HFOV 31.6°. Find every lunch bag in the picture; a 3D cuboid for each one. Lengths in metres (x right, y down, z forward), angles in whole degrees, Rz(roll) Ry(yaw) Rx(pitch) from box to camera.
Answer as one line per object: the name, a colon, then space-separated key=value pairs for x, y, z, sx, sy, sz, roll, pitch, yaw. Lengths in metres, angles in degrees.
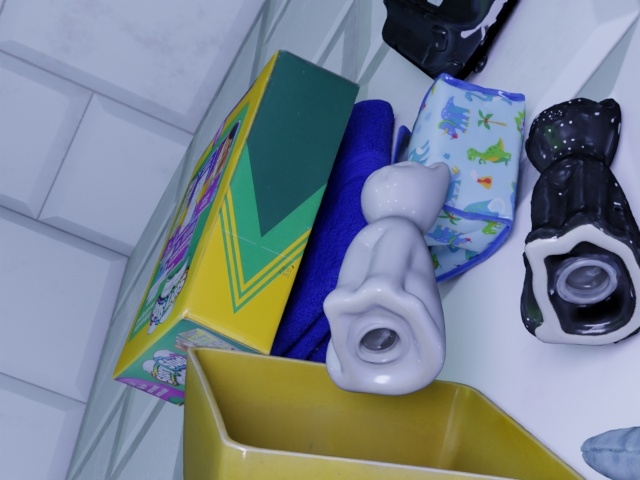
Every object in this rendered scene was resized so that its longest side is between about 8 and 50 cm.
lunch bag: x=0.104 y=-0.043 z=0.942 sx=0.151 sy=0.096 sz=0.129 roll=111 pitch=172 yaw=-64

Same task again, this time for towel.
towel: x=0.000 y=0.000 z=1.261 sx=0.228 sy=0.076 sz=0.308 roll=-56 pitch=18 yaw=38

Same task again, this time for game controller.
game controller: x=0.143 y=-0.260 z=1.208 sx=0.166 sy=0.067 sz=0.319 roll=-50 pitch=18 yaw=9

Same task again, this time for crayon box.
crayon box: x=-0.105 y=0.004 z=1.281 sx=0.363 sy=0.106 sz=0.313 roll=-39 pitch=31 yaw=64

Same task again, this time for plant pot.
plant pot: x=0.014 y=0.194 z=0.709 sx=0.212 sy=0.212 sz=0.187 roll=-143 pitch=62 yaw=-75

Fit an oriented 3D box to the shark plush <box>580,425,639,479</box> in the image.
shark plush: x=0.179 y=0.106 z=0.484 sx=0.073 sy=0.067 sz=0.161 roll=-68 pitch=15 yaw=-3

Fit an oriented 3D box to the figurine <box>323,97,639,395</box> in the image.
figurine: x=0.105 y=-0.010 z=0.750 sx=0.214 sy=0.092 sz=0.209 roll=-18 pitch=30 yaw=22
